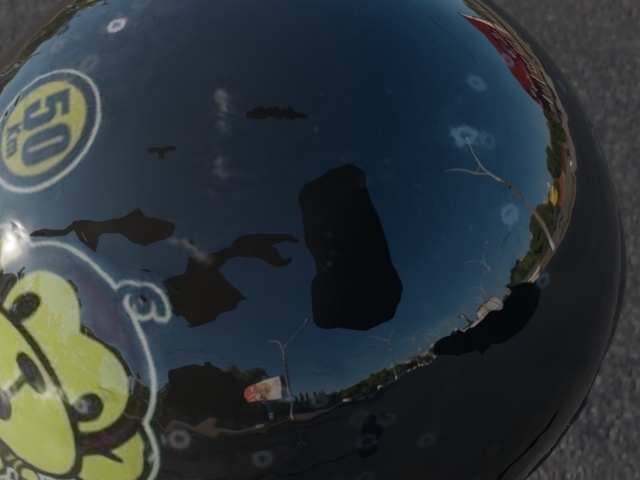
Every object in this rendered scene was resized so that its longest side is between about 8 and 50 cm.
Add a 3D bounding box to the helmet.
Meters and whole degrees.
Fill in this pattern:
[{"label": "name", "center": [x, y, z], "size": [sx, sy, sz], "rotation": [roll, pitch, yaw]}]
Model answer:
[{"label": "helmet", "center": [0.000, 0.000, 0.414], "size": [0.278, 0.160, 0.231], "rotation": [-18, 81, -13]}]
